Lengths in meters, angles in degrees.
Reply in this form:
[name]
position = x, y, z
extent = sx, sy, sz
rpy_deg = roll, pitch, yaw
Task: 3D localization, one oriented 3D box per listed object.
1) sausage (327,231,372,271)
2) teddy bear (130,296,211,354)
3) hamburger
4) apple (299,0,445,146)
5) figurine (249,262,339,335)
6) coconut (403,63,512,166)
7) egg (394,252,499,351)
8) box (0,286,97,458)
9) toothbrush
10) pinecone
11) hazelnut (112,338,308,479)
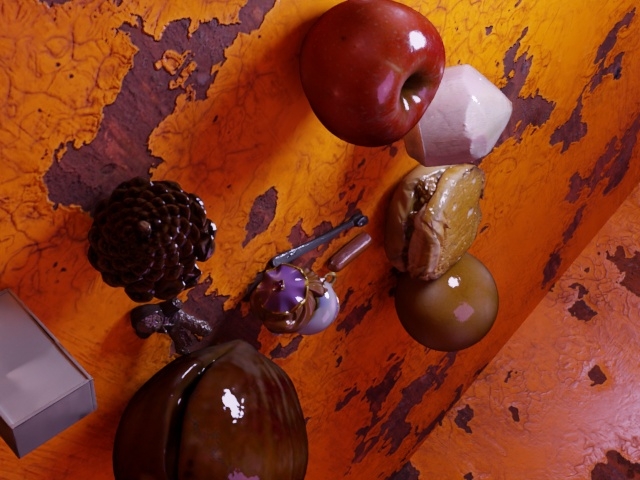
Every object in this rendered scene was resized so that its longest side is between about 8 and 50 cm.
[sausage]
position = 0.067, 0.030, 2.074
extent = 0.131, 0.041, 0.039
rpy_deg = -39, 172, -23
[teddy bear]
position = -0.289, 0.149, 1.648
extent = 0.119, 0.078, 0.160
rpy_deg = -38, 140, 21
[hamburger]
position = 0.286, -0.058, 2.159
extent = 0.284, 0.174, 0.305
rpy_deg = -35, 148, -34
[apple]
position = 0.088, -0.301, 1.523
extent = 0.260, 0.216, 0.260
rpy_deg = -36, 147, -28
[figurine]
position = -0.053, 0.132, 1.903
extent = 0.190, 0.142, 0.263
rpy_deg = -54, 155, 7
[coconut]
position = 0.281, -0.259, 1.832
extent = 0.233, 0.224, 0.224
rpy_deg = -9, 146, 2
[egg]
position = 0.342, 0.161, 2.386
extent = 0.283, 0.282, 0.351
rpy_deg = -53, 155, 1
[box]
position = -0.447, 0.190, 1.278
extent = 0.129, 0.225, 0.086
rpy_deg = -31, 146, -33
[toothbrush]
position = 0.000, 0.000, 1.952
extent = 0.297, 0.030, 0.030
rpy_deg = -27, 119, -37
[pinecone]
position = -0.261, 0.001, 1.384
extent = 0.207, 0.207, 0.208
rpy_deg = -37, 149, -27
[hazelnut]
position = -0.224, 0.414, 1.764
extent = 0.402, 0.402, 0.429
rpy_deg = -58, 151, 12
